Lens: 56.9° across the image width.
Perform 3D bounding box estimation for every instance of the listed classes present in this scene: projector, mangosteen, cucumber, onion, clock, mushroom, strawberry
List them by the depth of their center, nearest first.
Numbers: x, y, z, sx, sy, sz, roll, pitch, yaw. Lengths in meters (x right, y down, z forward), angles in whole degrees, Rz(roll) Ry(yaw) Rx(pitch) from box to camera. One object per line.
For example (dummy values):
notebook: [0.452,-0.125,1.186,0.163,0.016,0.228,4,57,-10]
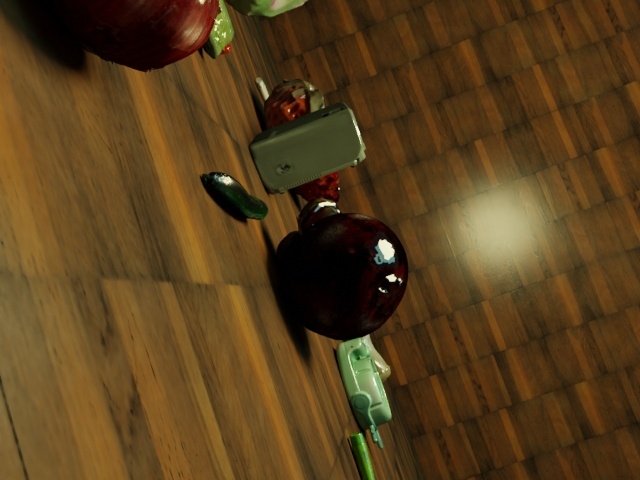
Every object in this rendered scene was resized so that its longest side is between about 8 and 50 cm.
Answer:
onion: [-0.127,-0.181,0.406,0.131,0.131,0.131,-20,90,-85]
cucumber: [-0.099,-0.049,0.725,0.184,0.033,0.036,41,47,-77]
cucumber: [-0.195,-0.372,0.875,0.211,0.062,0.078,73,34,-54]
mangosteen: [0.031,0.050,0.892,0.210,0.210,0.209,-20,90,-85]
projector: [-0.021,-0.187,1.171,0.250,0.198,0.108,-95,164,-74]
clock: [0.095,0.315,1.206,0.159,0.066,0.210,60,12,-61]
mushroom: [0.095,0.219,1.448,0.099,0.096,0.277,39,35,-78]
strawberry: [-0.049,-0.225,1.463,0.265,0.149,0.336,-115,-169,-53]

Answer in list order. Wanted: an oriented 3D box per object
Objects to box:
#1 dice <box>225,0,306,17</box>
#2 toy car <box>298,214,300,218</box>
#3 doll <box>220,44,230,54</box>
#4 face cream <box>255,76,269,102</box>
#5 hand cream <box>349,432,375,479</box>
dice: [-0.089,-0.641,1.090,0.318,0.322,0.330,55,-12,1]
toy car: [0.000,0.000,1.433,0.062,0.071,0.165,-83,157,-46]
doll: [-0.198,-0.436,1.069,0.104,0.062,0.194,-6,83,-69]
face cream: [-0.154,-0.404,1.650,0.115,0.020,0.038,68,3,-51]
hand cream: [0.075,0.377,0.962,0.036,0.023,0.121,105,-32,-78]
